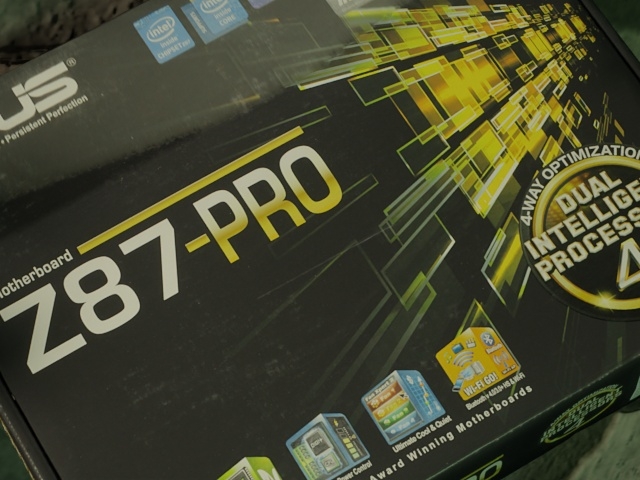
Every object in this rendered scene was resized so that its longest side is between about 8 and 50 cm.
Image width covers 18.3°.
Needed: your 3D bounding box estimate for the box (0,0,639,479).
[{"bbox_3d":[0.000,0.000,1.074,0.395,0.318,0.097,-28,157,-12],"label":"box"}]
